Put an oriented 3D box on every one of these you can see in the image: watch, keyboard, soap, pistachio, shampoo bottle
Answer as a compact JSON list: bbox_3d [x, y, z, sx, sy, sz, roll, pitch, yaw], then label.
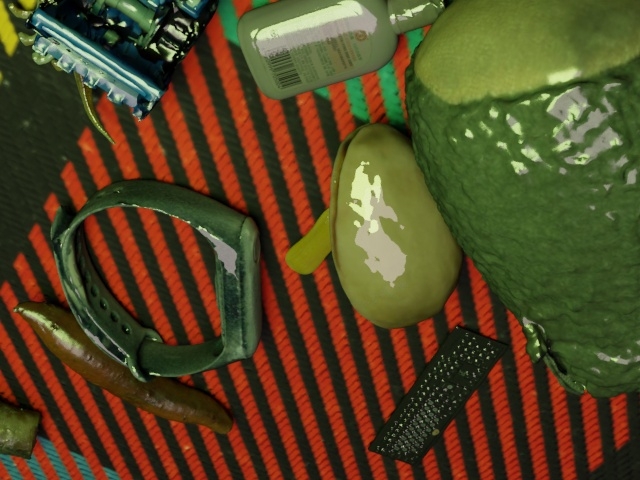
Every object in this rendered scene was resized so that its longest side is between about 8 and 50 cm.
[{"bbox_3d":[-0.153,0.043,0.907,0.192,0.068,0.206,4,121,7],"label":"watch"},{"bbox_3d":[0.119,0.166,0.992,0.063,0.010,0.198,22,123,-11],"label":"keyboard"},{"bbox_3d":[0.000,0.000,0.892,0.034,0.012,0.089,33,121,-15],"label":"soap"},{"bbox_3d":[0.060,-0.013,0.816,0.126,0.108,0.186,-21,111,-25],"label":"pistachio"},{"bbox_3d":[0.020,-0.168,0.761,0.165,0.040,0.080,-15,120,15],"label":"shampoo bottle"}]

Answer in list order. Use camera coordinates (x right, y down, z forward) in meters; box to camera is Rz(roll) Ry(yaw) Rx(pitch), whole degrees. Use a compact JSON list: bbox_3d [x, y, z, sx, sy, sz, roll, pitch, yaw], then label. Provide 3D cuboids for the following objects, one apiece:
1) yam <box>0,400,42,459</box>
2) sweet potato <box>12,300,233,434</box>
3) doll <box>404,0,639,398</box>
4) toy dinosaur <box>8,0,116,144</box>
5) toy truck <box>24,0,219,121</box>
[{"bbox_3d":[-0.418,0.178,1.002,0.252,0.061,0.061,19,125,-21],"label":"yam"},{"bbox_3d":[-0.201,0.135,0.982,0.264,0.057,0.057,37,120,-25],"label":"sweet potato"},{"bbox_3d":[0.207,-0.048,0.716,0.247,0.247,0.350,-17,117,17],"label":"doll"},{"bbox_3d":[-0.220,-0.163,0.792,0.058,0.037,0.180,-8,122,17],"label":"toy dinosaur"},{"bbox_3d":[-0.132,-0.183,0.710,0.113,0.126,0.208,33,117,-13],"label":"toy truck"}]
